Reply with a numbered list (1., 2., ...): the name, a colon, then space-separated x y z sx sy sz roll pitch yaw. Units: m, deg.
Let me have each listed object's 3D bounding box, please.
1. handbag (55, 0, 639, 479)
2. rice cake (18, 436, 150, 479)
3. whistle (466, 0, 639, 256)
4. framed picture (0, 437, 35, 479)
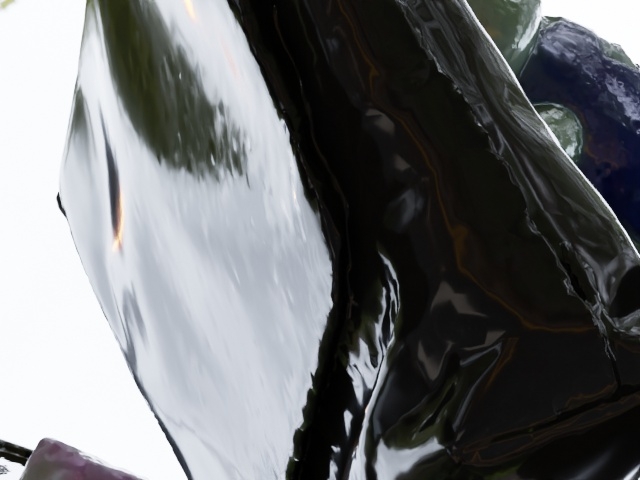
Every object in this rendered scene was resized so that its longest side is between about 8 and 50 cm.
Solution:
1. handbag: 0.000 0.000 0.516 0.080 0.223 0.247 -16 -26 -19
2. rice cake: 0.037 0.172 0.840 0.365 0.056 0.073 20 -97 -6
3. whistle: 0.064 -0.030 0.623 0.244 0.110 0.092 40 -91 -15
4. framed picture: -0.204 0.123 1.107 0.250 0.184 0.016 9 -94 47
